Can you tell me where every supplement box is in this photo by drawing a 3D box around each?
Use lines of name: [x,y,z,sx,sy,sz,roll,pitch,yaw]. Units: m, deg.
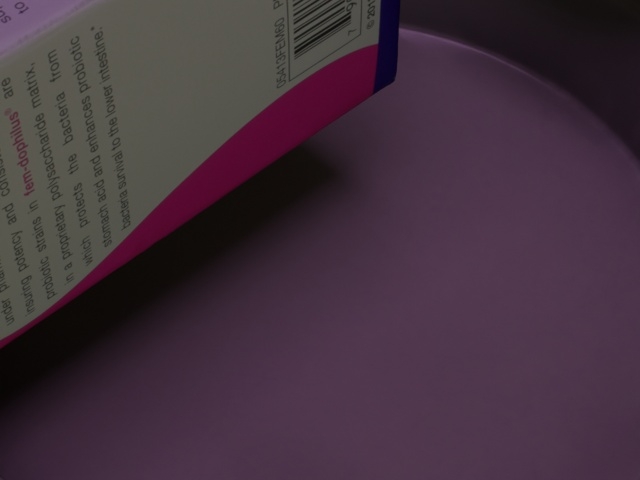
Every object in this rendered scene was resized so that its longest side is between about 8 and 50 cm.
supplement box: [-0.091,-0.057,0.488,0.220,0.111,0.114,-37,60,-26]

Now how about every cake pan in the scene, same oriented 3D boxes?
cake pan: [0.000,0.000,0.549,0.293,0.054,0.293,0,51,0]

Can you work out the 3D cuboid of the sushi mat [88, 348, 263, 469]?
sushi mat: [-0.109,0.177,0.482,0.151,0.019,0.316,38,66,21]
